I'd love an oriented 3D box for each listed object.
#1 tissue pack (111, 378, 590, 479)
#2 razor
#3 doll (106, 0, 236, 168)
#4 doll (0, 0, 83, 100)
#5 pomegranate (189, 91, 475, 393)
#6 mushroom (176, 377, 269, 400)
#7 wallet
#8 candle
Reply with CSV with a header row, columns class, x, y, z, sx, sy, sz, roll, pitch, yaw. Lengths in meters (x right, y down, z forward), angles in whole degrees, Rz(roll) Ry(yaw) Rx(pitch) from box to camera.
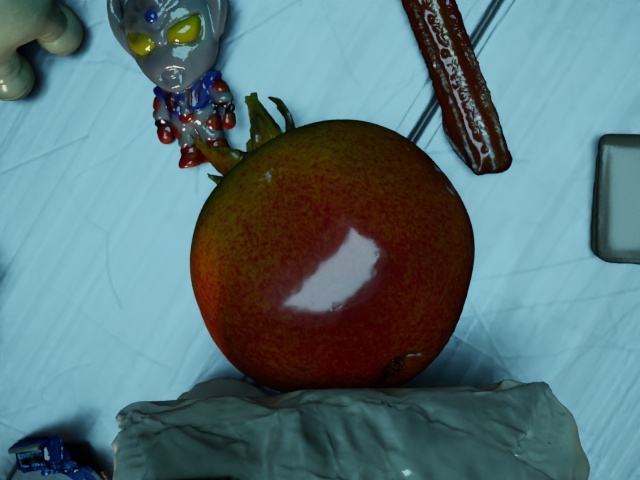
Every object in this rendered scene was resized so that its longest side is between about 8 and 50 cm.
class,x,y,z,sx,sy,sz,roll,pitch,yaw
tissue pack,0.000,0.266,0.966,0.390,0.195,0.375,-6,131,-12
razor,-0.154,0.300,1.110,0.056,0.093,0.324,-32,96,-31
doll,-0.120,-0.157,1.077,0.104,0.062,0.194,-6,101,46
doll,-0.297,-0.250,1.053,0.155,0.113,0.275,-31,92,7
pomegranate,0.000,0.000,1.010,0.221,0.221,0.256,-33,76,4
mushroom,-0.074,0.232,1.086,0.116,0.093,0.225,-11,110,-22
wallet,0.303,-0.030,1.074,0.153,0.039,0.117,4,91,6
candle,0.085,-0.207,1.069,0.051,0.048,0.329,-20,92,-5
